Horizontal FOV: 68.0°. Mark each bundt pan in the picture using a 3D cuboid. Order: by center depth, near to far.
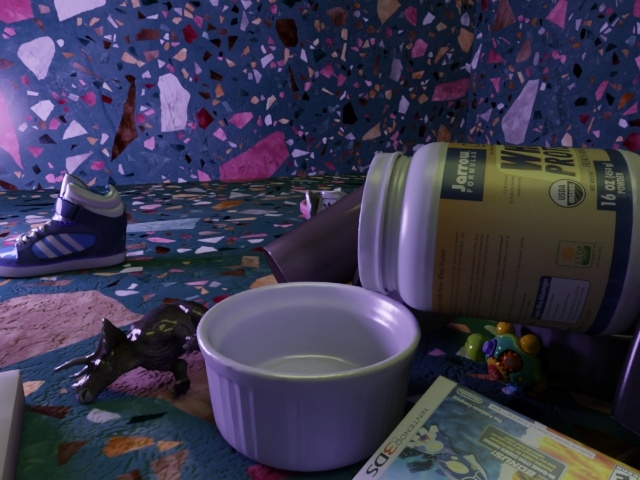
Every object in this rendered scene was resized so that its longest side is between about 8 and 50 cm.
[{"bbox_3d":[0.449,0.139,0.745,0.331,0.124,0.331,0,15,0],"label":"bundt pan"}]

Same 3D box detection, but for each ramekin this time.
[{"bbox_3d":[-0.015,0.163,0.618,0.278,0.135,0.277,0,15,0],"label":"ramekin"}]

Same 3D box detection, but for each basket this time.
[{"bbox_3d":[0.023,0.015,0.873,0.227,0.154,0.204,-29,-7,-13],"label":"basket"}]

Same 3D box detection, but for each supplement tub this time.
[{"bbox_3d":[0.223,-0.010,0.617,0.317,0.228,0.228,6,16,16],"label":"supplement tub"}]

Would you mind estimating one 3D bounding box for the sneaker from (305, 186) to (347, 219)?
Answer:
[{"bbox_3d":[0.000,0.000,1.067,0.138,0.210,0.366,5,16,17],"label":"sneaker"}]

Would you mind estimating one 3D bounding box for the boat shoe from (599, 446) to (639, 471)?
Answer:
[{"bbox_3d":[0.263,0.251,0.473,0.178,0.064,0.060,-8,-16,-18],"label":"boat shoe"}]

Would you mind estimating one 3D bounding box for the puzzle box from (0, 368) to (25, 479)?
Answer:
[{"bbox_3d":[-0.520,0.249,0.440,0.409,0.052,0.272,-7,18,-26],"label":"puzzle box"}]

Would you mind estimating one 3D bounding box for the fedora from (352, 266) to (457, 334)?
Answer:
[{"bbox_3d":[0.185,0.083,0.844,0.244,0.275,0.124,-35,56,5],"label":"fedora"}]

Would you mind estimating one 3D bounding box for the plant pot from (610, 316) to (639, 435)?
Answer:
[{"bbox_3d":[0.395,0.146,0.464,0.188,0.166,0.187,35,4,38],"label":"plant pot"}]

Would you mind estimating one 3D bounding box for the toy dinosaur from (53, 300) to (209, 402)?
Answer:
[{"bbox_3d":[-0.215,0.139,0.730,0.160,0.120,0.314,25,30,28],"label":"toy dinosaur"}]

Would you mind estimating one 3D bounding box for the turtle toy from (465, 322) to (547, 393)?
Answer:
[{"bbox_3d":[0.271,0.173,0.702,0.066,0.095,0.130,-26,22,-13],"label":"turtle toy"}]

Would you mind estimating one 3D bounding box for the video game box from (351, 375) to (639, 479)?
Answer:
[{"bbox_3d":[0.140,0.233,0.417,0.205,0.048,0.187,16,48,46],"label":"video game box"}]

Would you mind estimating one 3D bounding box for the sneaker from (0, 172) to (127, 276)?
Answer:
[{"bbox_3d":[-0.647,-0.047,1.159,0.323,0.236,0.130,-5,16,-21],"label":"sneaker"}]

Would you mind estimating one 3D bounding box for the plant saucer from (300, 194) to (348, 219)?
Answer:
[{"bbox_3d":[0.095,-0.091,1.642,0.333,0.084,0.332,1,15,0],"label":"plant saucer"}]
